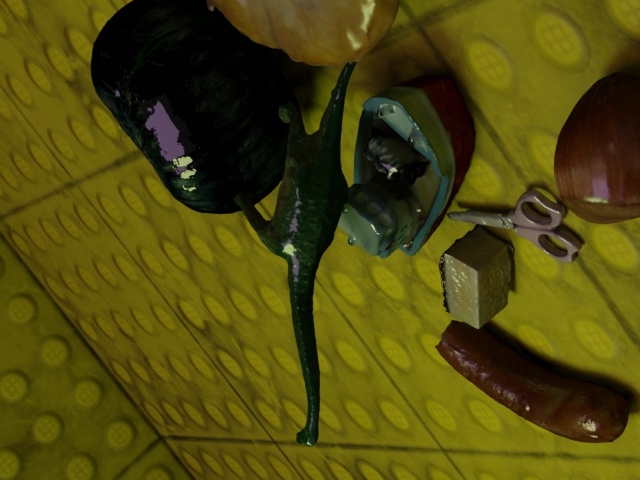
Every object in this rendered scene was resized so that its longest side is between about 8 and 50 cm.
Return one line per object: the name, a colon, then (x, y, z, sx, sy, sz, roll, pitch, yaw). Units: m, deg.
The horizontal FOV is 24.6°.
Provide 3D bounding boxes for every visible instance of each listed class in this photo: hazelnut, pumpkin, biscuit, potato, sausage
hazelnut: (0.295, -0.090, 1.461, 0.150, 0.150, 0.150, 38, 154, 22)
pumpkin: (-0.153, -0.194, 1.938, 0.315, 0.238, 0.315, 52, -179, -1)
biscuit: (-0.060, -0.395, 1.632, 0.429, 0.104, 0.446, 28, 145, 40)
potato: (0.202, 0.049, 1.879, 0.061, 0.086, 0.122, 33, 145, 36)
sausage: (0.284, 0.195, 1.962, 0.302, 0.076, 0.103, 28, 149, 38)

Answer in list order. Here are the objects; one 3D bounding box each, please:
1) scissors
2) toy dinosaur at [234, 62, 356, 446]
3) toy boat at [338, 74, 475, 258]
scissors: (0.230, -0.024, 1.797, 0.212, 0.021, 0.110, 11, 139, 54)
toy dinosaur: (0.000, 0.000, 1.760, 0.447, 0.087, 0.301, -64, 38, 37)
toy boat: (0.092, -0.086, 1.803, 0.145, 0.133, 0.332, 42, 155, 16)
